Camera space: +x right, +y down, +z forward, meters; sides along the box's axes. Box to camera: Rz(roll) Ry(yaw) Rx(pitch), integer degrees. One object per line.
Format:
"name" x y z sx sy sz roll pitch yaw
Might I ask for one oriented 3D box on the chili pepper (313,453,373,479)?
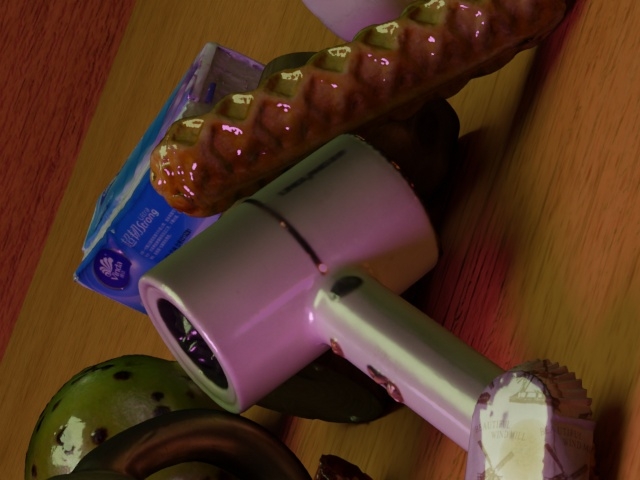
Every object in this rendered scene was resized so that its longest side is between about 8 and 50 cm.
"chili pepper" 0.001 0.234 1.530 0.123 0.073 0.070 -61 -23 16

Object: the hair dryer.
"hair dryer" 0.046 0.072 1.382 0.203 0.128 0.362 -36 42 -18

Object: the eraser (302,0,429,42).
"eraser" 0.045 -0.401 1.956 0.150 0.331 0.331 -38 34 56

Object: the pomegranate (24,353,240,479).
"pomegranate" -0.136 0.185 1.828 0.286 0.231 0.231 -42 8 -21

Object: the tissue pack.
"tissue pack" -0.093 -0.038 1.939 0.263 0.198 0.146 -50 21 44

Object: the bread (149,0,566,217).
"bread" 0.033 -0.123 1.544 0.368 0.077 0.084 -28 -13 -11

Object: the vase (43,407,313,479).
"vase" -0.099 0.273 1.409 0.241 0.302 0.329 -40 27 58

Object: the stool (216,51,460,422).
"stool" 0.000 0.000 1.639 0.179 0.179 0.264 -31 40 63

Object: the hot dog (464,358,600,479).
"hot dog" 0.126 0.166 1.217 0.099 0.053 0.192 -8 69 37
